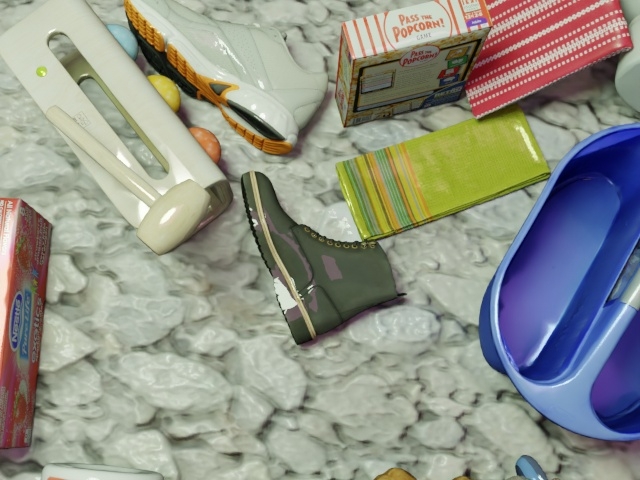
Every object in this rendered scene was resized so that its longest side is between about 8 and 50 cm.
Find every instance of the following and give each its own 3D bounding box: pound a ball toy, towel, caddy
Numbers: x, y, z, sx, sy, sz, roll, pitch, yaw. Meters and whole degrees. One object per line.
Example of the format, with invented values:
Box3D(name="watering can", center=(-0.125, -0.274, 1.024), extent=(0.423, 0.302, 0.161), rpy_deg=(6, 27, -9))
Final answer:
Box3D(name="pound a ball toy", center=(-0.200, -0.124, 0.908), extent=(0.136, 0.208, 0.319), rpy_deg=(-38, 80, -9))
Box3D(name="towel", center=(0.226, -0.299, 0.986), extent=(0.199, 0.031, 0.274), rpy_deg=(-24, 71, 35))
Box3D(name="caddy", center=(0.314, 0.042, 0.896), extent=(0.241, 0.179, 0.341), rpy_deg=(31, 78, 5))
Box3D(name="towel", center=(0.142, -0.081, 1.001), extent=(0.237, 0.021, 0.102), rpy_deg=(-20, 79, -6))

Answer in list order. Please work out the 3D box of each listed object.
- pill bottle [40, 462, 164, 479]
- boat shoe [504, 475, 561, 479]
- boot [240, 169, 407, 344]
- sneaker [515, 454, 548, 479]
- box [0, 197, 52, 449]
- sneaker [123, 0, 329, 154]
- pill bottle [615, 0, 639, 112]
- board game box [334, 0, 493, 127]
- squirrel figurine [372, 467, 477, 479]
Box3D(name="pill bottle", center=(-0.229, 0.337, 0.845), extent=(0.124, 0.124, 0.221), rpy_deg=(6, 78, 0))
Box3D(name="boat shoe", center=(0.238, 0.384, 0.817), extent=(0.117, 0.123, 0.324), rpy_deg=(-5, 98, -1))
Box3D(name="boot", center=(0.000, 0.000, 0.955), extent=(0.137, 0.077, 0.197), rpy_deg=(-21, 92, -6))
Box3D(name="sneaker", center=(0.220, 0.300, 0.899), extent=(0.059, 0.053, 0.144), rpy_deg=(-9, 76, -1))
Box3D(name="box", center=(-0.371, 0.087, 0.899), extent=(0.128, 0.122, 0.256), rpy_deg=(2, 77, -1))
Box3D(name="sneaker", center=(-0.107, -0.219, 0.999), extent=(0.262, 0.099, 0.121), rpy_deg=(40, 72, 0))
Box3D(name="pill bottle", center=(0.467, -0.337, 0.963), extent=(0.224, 0.224, 0.392), rpy_deg=(17, 77, 3))
Box3D(name="board game box", center=(0.094, -0.191, 0.937), extent=(0.147, 0.193, 0.045), rpy_deg=(-14, 78, -5))
Box3D(name="squirrel figurine", center=(0.043, 0.394, 0.710), extent=(0.281, 0.370, 0.396), rpy_deg=(0, 77, -1))
